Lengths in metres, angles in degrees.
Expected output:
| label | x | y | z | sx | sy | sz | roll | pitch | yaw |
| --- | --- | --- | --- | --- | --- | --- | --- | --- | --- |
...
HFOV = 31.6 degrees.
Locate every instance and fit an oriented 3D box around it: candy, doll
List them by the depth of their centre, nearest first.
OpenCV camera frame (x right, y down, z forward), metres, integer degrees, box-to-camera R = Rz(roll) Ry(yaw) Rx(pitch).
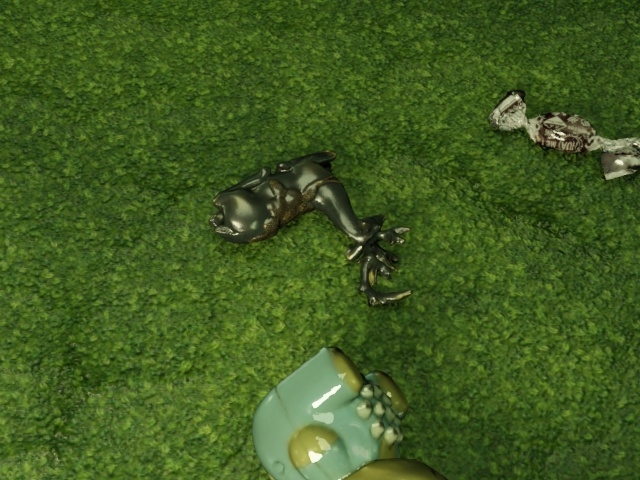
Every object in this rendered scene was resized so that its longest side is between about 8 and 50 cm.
| label | x | y | z | sx | sy | sz | roll | pitch | yaw |
| --- | --- | --- | --- | --- | --- | --- | --- | --- | --- |
| doll | 0.045 | 0.255 | 1.132 | 0.161 | 0.177 | 0.261 | -39 | 58 | 9 |
| candy | 0.343 | -0.144 | 1.542 | 0.226 | 0.051 | 0.094 | 21 | 43 | 9 |

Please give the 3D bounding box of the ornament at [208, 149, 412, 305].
| label | x | y | z | sx | sy | sz | roll | pitch | yaw |
| --- | --- | --- | --- | --- | --- | --- | --- | --- | --- |
| ornament | 0.000 | 0.000 | 1.380 | 0.202 | 0.080 | 0.236 | -27 | 60 | -27 |
